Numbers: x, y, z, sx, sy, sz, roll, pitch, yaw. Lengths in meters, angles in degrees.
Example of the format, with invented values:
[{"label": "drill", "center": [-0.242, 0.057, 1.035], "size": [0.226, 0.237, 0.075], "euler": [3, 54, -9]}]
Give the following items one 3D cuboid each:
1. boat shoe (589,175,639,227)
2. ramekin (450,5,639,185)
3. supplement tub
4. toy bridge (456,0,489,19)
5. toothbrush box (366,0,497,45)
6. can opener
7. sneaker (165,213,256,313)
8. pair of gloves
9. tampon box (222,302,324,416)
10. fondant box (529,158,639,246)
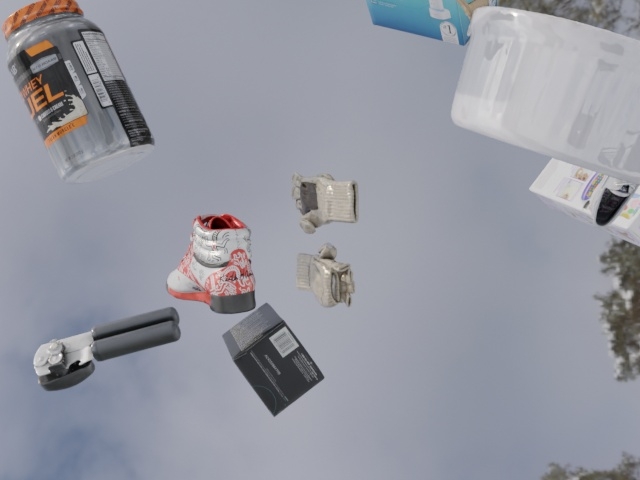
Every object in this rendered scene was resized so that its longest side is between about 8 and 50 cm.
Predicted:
[{"label": "boat shoe", "center": [0.472, -0.093, 1.144], "size": [0.066, 0.184, 0.063], "euler": [19, -129, 0]}, {"label": "ramekin", "center": [0.288, -0.163, 0.849], "size": [0.277, 0.277, 0.135], "euler": [12, -76, -23]}, {"label": "supplement tub", "center": [-0.464, -0.282, 1.386], "size": [0.194, 0.193, 0.316], "euler": [-26, -89, -26]}, {"label": "toy bridge", "center": [0.176, -0.404, 1.048], "size": [0.063, 0.026, 0.188], "euler": [-29, -76, 3]}, {"label": "toothbrush box", "center": [0.175, -0.516, 1.290], "size": [0.126, 0.216, 0.295], "euler": [-52, -37, -19]}, {"label": "can opener", "center": [-0.394, 0.196, 1.354], "size": [0.280, 0.074, 0.093], "euler": [-18, -46, -1]}, {"label": "sneaker", "center": [-0.181, 0.027, 1.184], "size": [0.090, 0.270, 0.145], "euler": [-6, -83, -29]}, {"label": "pair of gloves", "center": [0.000, 0.000, 1.316], "size": [0.042, 0.204, 0.240], "euler": [-5, -76, -28]}, {"label": "tampon box", "center": [-0.081, 0.190, 1.196], "size": [0.101, 0.161, 0.120], "euler": [-36, -77, -7]}, {"label": "fondant box", "center": [0.674, -0.146, 1.666], "size": [0.096, 0.330, 0.238], "euler": [36, -88, -29]}]
